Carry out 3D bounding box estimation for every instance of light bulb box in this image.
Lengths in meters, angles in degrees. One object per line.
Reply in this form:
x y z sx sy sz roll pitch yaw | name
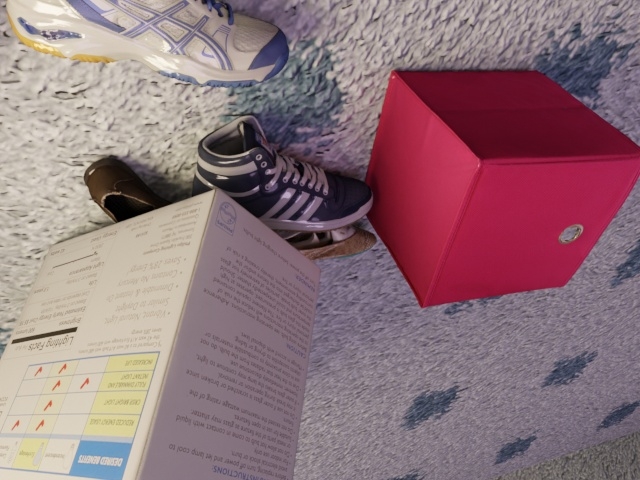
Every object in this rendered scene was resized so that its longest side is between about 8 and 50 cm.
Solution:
-0.218 0.176 0.654 0.358 0.361 0.225 -13 144 34 | light bulb box

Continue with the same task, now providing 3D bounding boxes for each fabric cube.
0.242 -0.086 0.781 0.258 0.259 0.254 -5 133 -20 | fabric cube

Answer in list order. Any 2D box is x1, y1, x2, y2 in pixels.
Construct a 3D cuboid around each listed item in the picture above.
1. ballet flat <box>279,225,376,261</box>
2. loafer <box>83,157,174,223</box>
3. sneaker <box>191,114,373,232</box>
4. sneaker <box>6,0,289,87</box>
0.000 0.000 0.889 0.206 0.073 0.067 -15 120 -16 | ballet flat
-0.245 -0.021 0.748 0.080 0.078 0.220 -36 134 10 | loafer
-0.044 -0.096 0.758 0.282 0.099 0.153 -5 133 -17 | sneaker
-0.164 -0.250 0.554 0.296 0.112 0.131 1 129 -26 | sneaker
